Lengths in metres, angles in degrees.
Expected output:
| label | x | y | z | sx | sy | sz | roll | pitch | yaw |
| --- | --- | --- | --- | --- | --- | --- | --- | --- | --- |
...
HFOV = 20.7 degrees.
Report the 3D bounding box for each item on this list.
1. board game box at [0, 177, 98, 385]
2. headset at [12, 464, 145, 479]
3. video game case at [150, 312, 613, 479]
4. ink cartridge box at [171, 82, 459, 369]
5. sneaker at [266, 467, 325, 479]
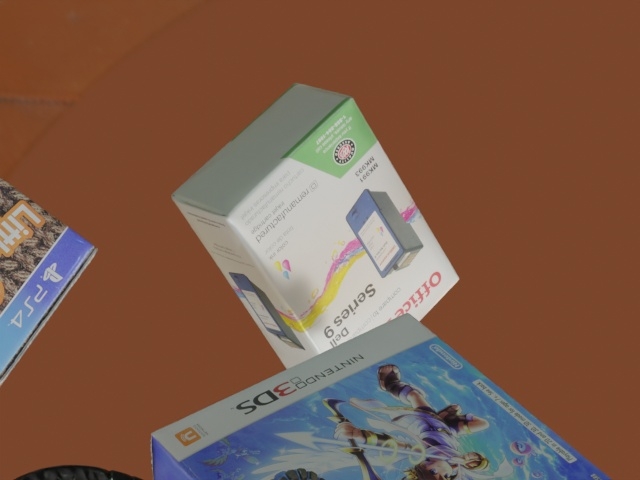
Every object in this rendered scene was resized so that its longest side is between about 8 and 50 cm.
| label | x | y | z | sx | sy | sz | roll | pitch | yaw |
| --- | --- | --- | --- | --- | --- | --- | --- | --- | --- |
| board game box | -0.349 | 0.016 | 1.277 | 0.291 | 0.232 | 0.141 | 36 | 53 | -6 |
| headset | -0.102 | 0.309 | 1.388 | 0.394 | 0.185 | 0.243 | 24 | 47 | -24 |
| video game case | 0.051 | 0.183 | 1.264 | 0.244 | 0.061 | 0.269 | -24 | 43 | -29 |
| ink cartridge box | 0.000 | 0.000 | 1.476 | 0.154 | 0.212 | 0.093 | -44 | 34 | -20 |
| sneaker | 0.003 | 0.170 | 0.881 | 0.058 | 0.052 | 0.135 | -20 | 113 | 40 |
